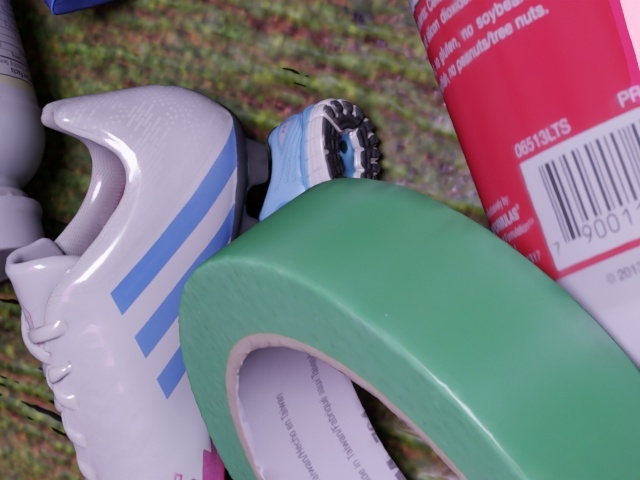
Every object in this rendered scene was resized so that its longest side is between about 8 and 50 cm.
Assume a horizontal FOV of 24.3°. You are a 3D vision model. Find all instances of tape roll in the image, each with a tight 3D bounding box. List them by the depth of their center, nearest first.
[{"bbox_3d":[0.058,0.124,0.732,0.321,0.077,0.321,39,151,27],"label":"tape roll"}]

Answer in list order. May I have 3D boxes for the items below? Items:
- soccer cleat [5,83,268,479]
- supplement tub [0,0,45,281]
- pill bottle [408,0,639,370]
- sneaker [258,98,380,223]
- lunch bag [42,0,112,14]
[{"bbox_3d":[-0.122,0.072,0.876,0.116,0.143,0.331,5,90,62],"label":"soccer cleat"},{"bbox_3d":[-0.305,-0.121,0.916,0.235,0.235,0.324,-18,83,24],"label":"supplement tub"},{"bbox_3d":[0.151,-0.149,0.712,0.229,0.229,0.407,-22,82,23],"label":"pill bottle"},{"bbox_3d":[0.000,0.000,0.887,0.073,0.063,0.162,-7,85,43],"label":"sneaker"},{"bbox_3d":[-0.138,-0.183,0.919,0.065,0.098,0.067,50,140,19],"label":"lunch bag"}]
